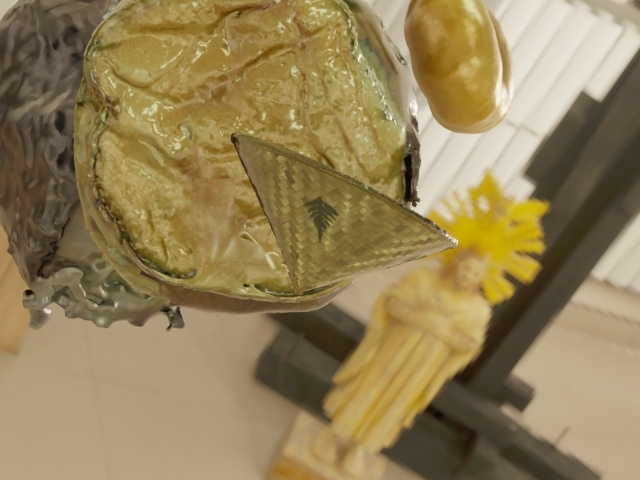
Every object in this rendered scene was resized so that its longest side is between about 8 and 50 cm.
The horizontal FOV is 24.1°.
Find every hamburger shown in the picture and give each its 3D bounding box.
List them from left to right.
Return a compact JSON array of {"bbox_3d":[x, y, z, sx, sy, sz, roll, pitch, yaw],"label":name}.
[{"bbox_3d":[-0.055,-0.074,1.159,0.265,0.285,0.134,1,16,-5],"label":"hamburger"}]

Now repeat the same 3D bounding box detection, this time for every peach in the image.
[{"bbox_3d":[0.155,-0.204,1.659,0.179,0.103,0.179,-17,90,-78],"label":"peach"}]

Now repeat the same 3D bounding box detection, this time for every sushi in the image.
[{"bbox_3d":[-0.184,-0.092,1.459,0.299,0.281,0.294,-4,53,-32],"label":"sushi"}]

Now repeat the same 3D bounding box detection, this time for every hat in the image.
[{"bbox_3d":[0.000,0.000,0.860,0.146,0.067,0.146,25,-4,2],"label":"hat"}]
